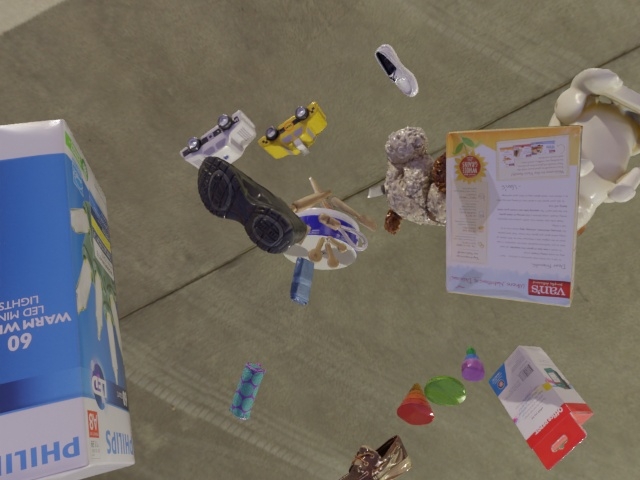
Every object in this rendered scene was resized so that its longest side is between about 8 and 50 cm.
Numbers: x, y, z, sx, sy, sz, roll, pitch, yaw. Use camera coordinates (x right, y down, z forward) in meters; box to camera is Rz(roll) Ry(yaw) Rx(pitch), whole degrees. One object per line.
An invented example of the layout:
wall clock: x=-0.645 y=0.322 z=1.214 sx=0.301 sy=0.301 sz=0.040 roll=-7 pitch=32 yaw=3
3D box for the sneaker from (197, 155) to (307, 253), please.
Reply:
sneaker: x=-0.149 y=-0.078 z=1.041 sx=0.286 sy=0.130 sz=0.109 roll=43 pitch=112 yaw=14

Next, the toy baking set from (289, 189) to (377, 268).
toy baking set: x=0.022 y=-0.035 z=1.221 sx=0.256 sy=0.030 sz=0.197 roll=-31 pitch=85 yaw=-35

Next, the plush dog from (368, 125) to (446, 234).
plush dog: x=0.250 y=-0.093 z=1.012 sx=0.262 sy=0.225 sz=0.211 roll=32 pitch=83 yaw=-37

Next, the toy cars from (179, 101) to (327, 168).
toy cars: x=-0.150 y=-0.245 z=1.217 sx=0.393 sy=0.177 sz=0.087 roll=-15 pitch=64 yaw=-28

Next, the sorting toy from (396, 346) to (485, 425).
sorting toy: x=0.381 y=0.452 z=1.540 sx=0.127 sy=0.126 sz=0.366 roll=31 pitch=126 yaw=-9

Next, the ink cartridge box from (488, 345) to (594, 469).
ink cartridge box: x=0.492 y=0.363 z=1.063 sx=0.077 sy=0.231 sz=0.134 roll=11 pitch=122 yaw=-26

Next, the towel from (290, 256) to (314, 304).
towel: x=-0.051 y=0.108 z=1.296 sx=0.029 sy=0.067 sz=0.120 roll=-6 pitch=63 yaw=36

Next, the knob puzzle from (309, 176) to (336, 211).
knob puzzle: x=0.022 y=-0.106 z=1.694 sx=0.029 sy=0.213 sz=0.213 roll=-29 pitch=94 yaw=12

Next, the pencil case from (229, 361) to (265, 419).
pencil case: x=-0.212 y=0.436 z=1.403 sx=0.064 sy=0.070 sz=0.152 roll=19 pitch=87 yaw=13

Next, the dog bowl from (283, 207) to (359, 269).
dog bowl: x=0.000 y=0.000 z=1.658 sx=0.264 sy=0.265 sz=0.104 roll=7 pitch=63 yaw=-1

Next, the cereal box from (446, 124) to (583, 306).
cereal box: x=0.266 y=-0.035 z=0.678 sx=0.172 sy=0.047 sz=0.241 roll=5 pitch=105 yaw=32

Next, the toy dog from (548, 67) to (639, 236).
toy dog: x=0.670 y=-0.199 z=1.303 sx=0.284 sy=0.395 sz=0.408 roll=24 pitch=95 yaw=-14

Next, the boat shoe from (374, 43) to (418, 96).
boat shoe: x=0.234 y=-0.522 z=1.496 sx=0.063 sy=0.066 sz=0.184 roll=-45 pitch=108 yaw=-37

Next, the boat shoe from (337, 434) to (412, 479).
boat shoe: x=0.142 y=0.695 z=1.484 sx=0.341 sy=0.123 sz=0.123 roll=-7 pitch=76 yaw=-37

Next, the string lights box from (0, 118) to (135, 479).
string lights box: x=-0.214 y=0.052 z=0.384 sx=0.076 sy=0.133 sz=0.260 roll=-11 pitch=69 yaw=-13
